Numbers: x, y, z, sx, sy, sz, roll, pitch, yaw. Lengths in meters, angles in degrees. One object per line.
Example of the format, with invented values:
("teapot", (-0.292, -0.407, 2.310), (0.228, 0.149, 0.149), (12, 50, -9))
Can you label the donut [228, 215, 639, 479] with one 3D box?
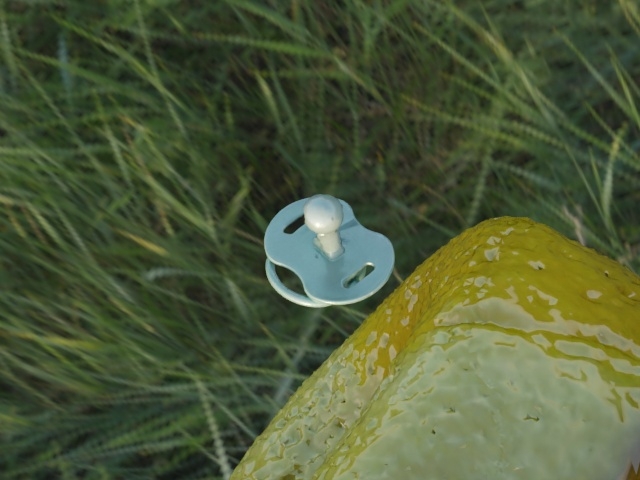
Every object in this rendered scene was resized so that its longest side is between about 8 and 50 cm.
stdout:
("donut", (0.029, 0.111, 0.702), (0.110, 0.303, 0.303), (41, 89, -2))

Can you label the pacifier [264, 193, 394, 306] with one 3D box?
("pacifier", (0.000, 0.000, 1.793), (0.127, 0.116, 0.150), (-31, 56, -13))
